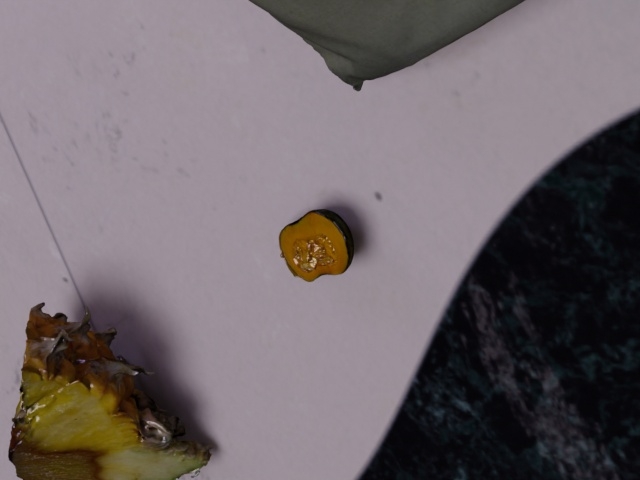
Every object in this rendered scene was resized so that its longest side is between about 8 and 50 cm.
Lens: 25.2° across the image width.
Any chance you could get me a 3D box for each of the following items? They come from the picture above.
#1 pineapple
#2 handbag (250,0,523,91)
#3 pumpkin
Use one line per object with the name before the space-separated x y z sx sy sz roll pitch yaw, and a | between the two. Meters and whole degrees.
pineapple | -0.181 0.139 1.236 0.164 0.140 0.250 -8 134 -2
handbag | 0.044 -0.212 0.795 0.253 0.109 0.315 29 145 -33
pumpkin | 0.001 0.000 1.049 0.083 0.028 0.050 -18 101 51
